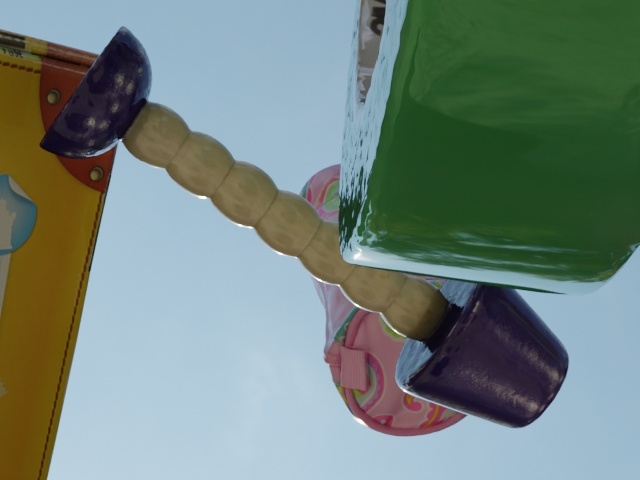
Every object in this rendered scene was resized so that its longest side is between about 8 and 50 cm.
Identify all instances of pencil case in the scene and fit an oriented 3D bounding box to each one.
[{"bbox_3d":[0.044,0.033,1.114,0.124,0.284,0.124,-3,-67,-8],"label":"pencil case"}]

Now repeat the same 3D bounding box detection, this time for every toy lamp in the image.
[{"bbox_3d":[0.000,0.000,0.730,0.274,0.080,0.080,35,-54,-10],"label":"toy lamp"}]

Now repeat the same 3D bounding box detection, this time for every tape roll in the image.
[{"bbox_3d":[0.064,-0.147,0.452,0.077,0.321,0.321,9,-60,-2],"label":"tape roll"}]

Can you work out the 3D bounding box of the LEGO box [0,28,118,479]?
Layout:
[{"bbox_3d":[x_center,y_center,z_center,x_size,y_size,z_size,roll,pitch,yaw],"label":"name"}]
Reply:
[{"bbox_3d":[-0.368,0.040,0.695,0.193,0.500,0.372,15,-86,46],"label":"LEGO box"}]
